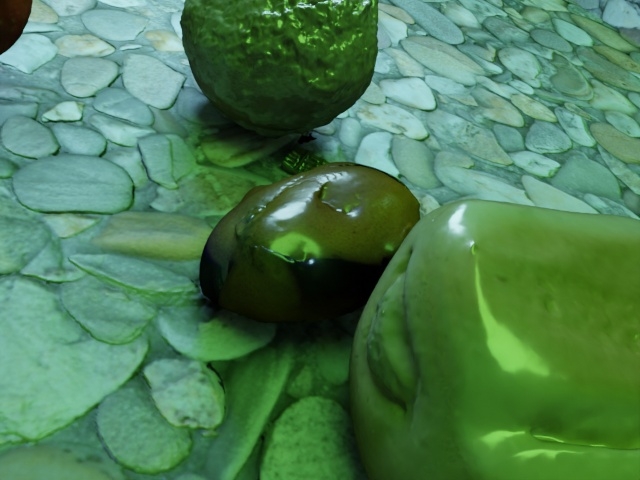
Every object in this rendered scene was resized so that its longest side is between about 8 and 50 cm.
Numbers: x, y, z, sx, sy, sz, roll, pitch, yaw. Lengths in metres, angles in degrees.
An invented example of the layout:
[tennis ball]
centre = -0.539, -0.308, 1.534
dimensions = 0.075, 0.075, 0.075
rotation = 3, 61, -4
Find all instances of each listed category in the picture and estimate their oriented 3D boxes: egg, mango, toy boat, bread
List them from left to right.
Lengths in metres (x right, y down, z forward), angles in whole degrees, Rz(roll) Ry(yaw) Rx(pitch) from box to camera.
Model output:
[egg]
centre = -0.060, -0.286, 0.942
dimensions = 0.311, 0.279, 0.279
rotation = 6, 32, 28
[mango]
centre = 0.000, 0.000, 0.748
dimensions = 0.287, 0.152, 0.201
rotation = -17, 58, -37
[toy boat]
centre = 0.002, -0.103, 0.965
dimensions = 0.115, 0.016, 0.063
rotation = 25, 40, 3
[bread]
centre = 0.220, 0.133, 0.623
dimensions = 0.376, 0.253, 0.347
rotation = 5, 60, -19

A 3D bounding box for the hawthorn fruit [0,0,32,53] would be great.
[hawthorn fruit]
centre = -0.492, -0.317, 0.772
dimensions = 0.276, 0.299, 0.275
rotation = -7, 29, 4
